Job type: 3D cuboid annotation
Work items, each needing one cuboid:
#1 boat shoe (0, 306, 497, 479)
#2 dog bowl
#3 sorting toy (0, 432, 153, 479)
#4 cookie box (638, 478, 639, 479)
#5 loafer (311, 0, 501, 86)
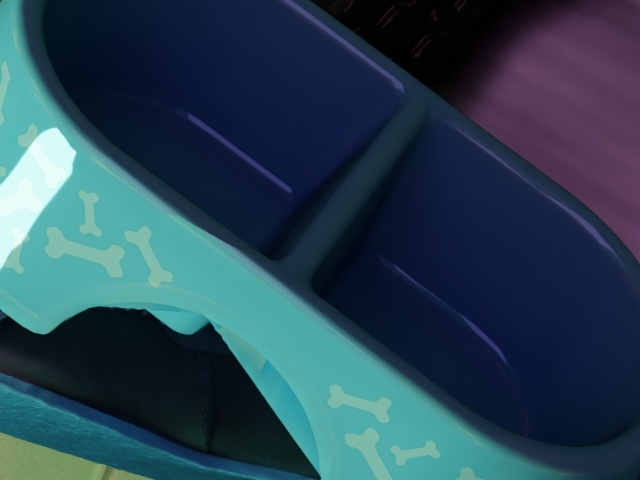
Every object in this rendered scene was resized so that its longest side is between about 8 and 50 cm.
[{"bbox_3d":[-0.049,0.049,0.592,0.258,0.109,0.089,19,72,-18],"label":"boat shoe"},{"bbox_3d":[0.000,0.000,0.533,0.297,0.166,0.074,37,131,0],"label":"dog bowl"},{"bbox_3d":[-0.153,0.042,0.658,0.208,0.038,0.193,-7,81,5],"label":"sorting toy"},{"bbox_3d":[0.141,0.132,0.583,0.107,0.040,0.092,-32,79,6],"label":"cookie box"},{"bbox_3d":[0.071,-0.141,0.611,0.223,0.078,0.076,-43,115,9],"label":"loafer"}]
